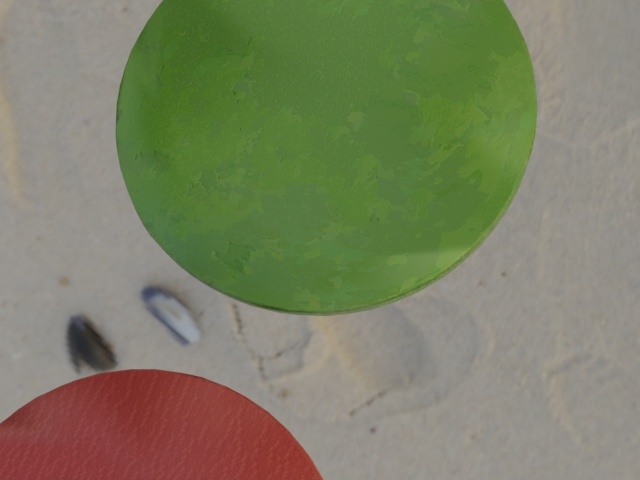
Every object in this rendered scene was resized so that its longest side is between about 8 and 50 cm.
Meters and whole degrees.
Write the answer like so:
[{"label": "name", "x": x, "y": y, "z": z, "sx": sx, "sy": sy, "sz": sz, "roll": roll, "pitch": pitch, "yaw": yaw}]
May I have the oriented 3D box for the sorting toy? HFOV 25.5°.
[{"label": "sorting toy", "x": 0.000, "y": 0.000, "z": 0.469, "sx": 0.127, "sy": 0.126, "sz": 0.365, "roll": 17, "pitch": 75, "yaw": 14}]
